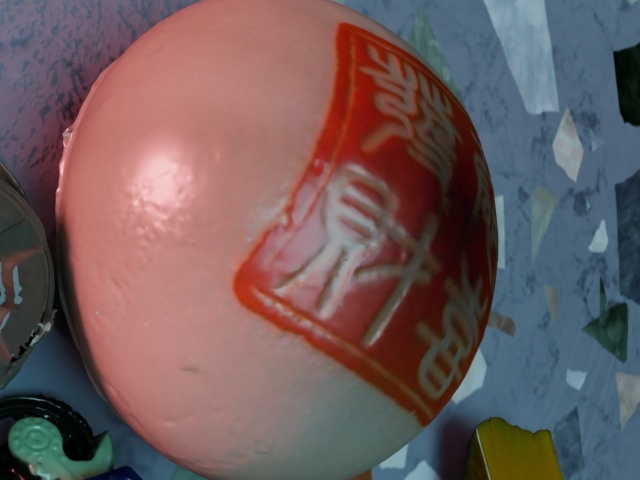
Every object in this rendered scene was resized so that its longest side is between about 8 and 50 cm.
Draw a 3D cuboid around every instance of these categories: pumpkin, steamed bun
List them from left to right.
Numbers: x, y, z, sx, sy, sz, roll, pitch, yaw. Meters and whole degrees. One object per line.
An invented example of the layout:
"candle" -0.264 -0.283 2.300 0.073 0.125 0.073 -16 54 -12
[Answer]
"steamed bun" 0.000 0.000 0.715 0.374 0.241 0.374 0 90 -56
"pumpkin" 0.193 0.317 1.007 0.131 0.126 0.248 3 69 -33

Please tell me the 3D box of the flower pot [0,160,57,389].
"flower pot" -0.259 0.026 0.601 0.235 0.140 0.235 -2 93 -42

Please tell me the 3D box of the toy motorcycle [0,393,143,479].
"toy motorcycle" -0.176 0.242 0.601 0.196 0.125 0.331 22 37 -12
